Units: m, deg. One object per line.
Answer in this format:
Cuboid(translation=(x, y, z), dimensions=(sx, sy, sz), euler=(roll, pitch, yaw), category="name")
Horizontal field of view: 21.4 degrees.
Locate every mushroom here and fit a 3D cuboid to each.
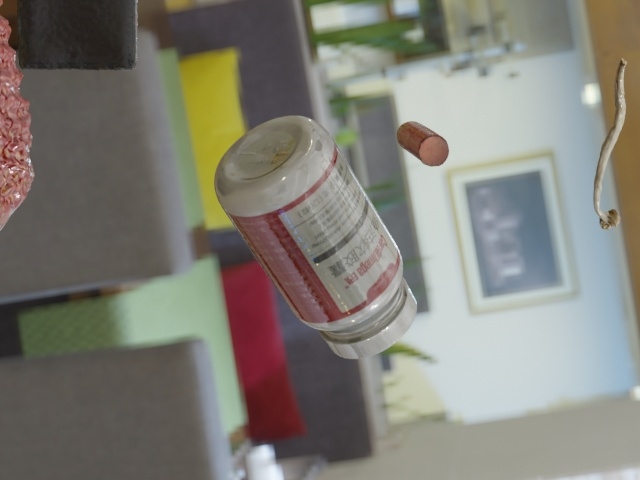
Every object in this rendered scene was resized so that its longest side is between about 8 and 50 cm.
Cuboid(translation=(0.318, -0.100, 1.854), dimensions=(0.026, 0.028, 0.286), euler=(57, -13, 36), category="mushroom")

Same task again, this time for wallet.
Cuboid(translation=(-0.236, -0.286, 1.636), dimensions=(0.025, 0.124, 0.244), euler=(-26, 116, -75), category="wallet")

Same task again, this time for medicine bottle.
Cuboid(translation=(0.000, 0.000, 1.727), dimensions=(0.250, 0.131, 0.131), euler=(57, 21, -33), category="medicine bottle")

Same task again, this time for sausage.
Cuboid(translation=(0.104, -0.105, 1.775), dimensions=(0.129, 0.034, 0.034), euler=(-130, -153, -73), category="sausage")

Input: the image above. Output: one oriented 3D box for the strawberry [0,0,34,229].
Cuboid(translation=(-0.457, -0.143, 1.813), dimensions=(0.351, 0.267, 0.312), euler=(64, 34, -12), category="strawberry")
